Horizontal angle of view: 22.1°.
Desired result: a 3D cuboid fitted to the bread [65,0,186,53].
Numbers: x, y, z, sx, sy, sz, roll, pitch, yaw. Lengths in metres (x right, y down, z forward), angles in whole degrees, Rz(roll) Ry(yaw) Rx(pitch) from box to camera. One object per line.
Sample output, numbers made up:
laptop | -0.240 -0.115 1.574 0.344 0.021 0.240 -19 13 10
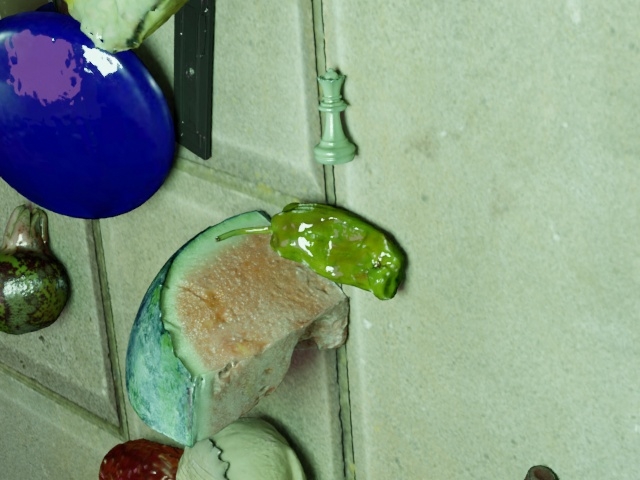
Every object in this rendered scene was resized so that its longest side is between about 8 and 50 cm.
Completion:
bread | -0.167 -0.385 1.525 0.239 0.264 0.395 -38 79 40

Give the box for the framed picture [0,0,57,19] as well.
framed picture | -0.360 -0.286 2.001 0.142 0.011 0.183 13 119 47

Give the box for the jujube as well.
jujube | -0.214 0.309 2.068 0.176 0.109 0.112 12 84 50

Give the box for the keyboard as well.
keyboard | -0.139 -0.188 1.782 0.061 0.013 0.204 32 132 37

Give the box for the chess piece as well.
chess piece | 0.012 -0.124 1.615 0.042 0.042 0.093 15 114 46

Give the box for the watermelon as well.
watermelon | -0.087 0.082 1.700 0.226 0.318 0.148 5 115 4

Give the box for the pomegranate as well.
pomegranate | -0.384 0.045 2.143 0.125 0.163 0.138 35 169 -24

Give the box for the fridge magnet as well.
fridge magnet | -0.285 -0.142 1.854 0.265 0.113 0.265 12 129 16

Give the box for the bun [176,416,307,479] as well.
bun | -0.078 0.325 1.876 0.239 0.141 0.239 174 90 -71

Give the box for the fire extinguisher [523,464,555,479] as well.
fire extinguisher | 0.201 0.291 1.619 0.049 0.035 0.173 16 131 -1

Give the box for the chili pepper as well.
chili pepper | 0.000 -0.002 1.670 0.204 0.073 0.072 23 109 29
